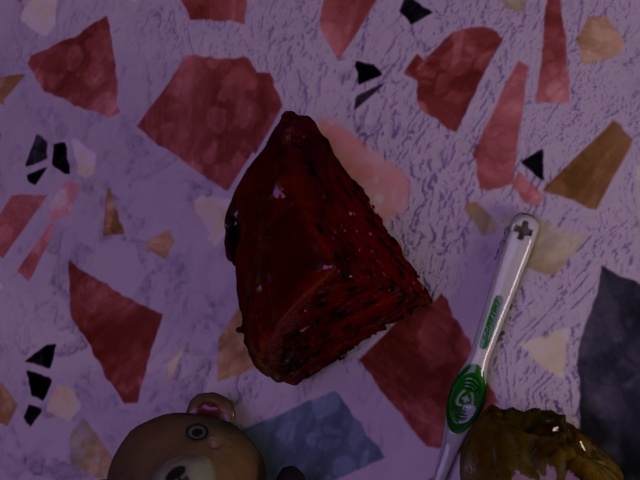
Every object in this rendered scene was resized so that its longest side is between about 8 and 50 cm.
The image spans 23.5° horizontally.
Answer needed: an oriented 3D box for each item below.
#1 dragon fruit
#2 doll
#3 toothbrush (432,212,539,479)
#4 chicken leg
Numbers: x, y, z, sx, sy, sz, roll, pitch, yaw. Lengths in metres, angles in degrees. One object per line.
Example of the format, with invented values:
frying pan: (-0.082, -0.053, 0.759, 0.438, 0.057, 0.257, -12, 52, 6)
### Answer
dragon fruit: (0.000, 0.000, 1.811, 0.302, 0.240, 0.330, 126, 147, -45)
doll: (-0.118, 0.342, 1.814, 0.235, 0.174, 0.330, -41, 62, -5)
toothbrush: (0.168, 0.168, 1.737, 0.042, 0.040, 0.418, 19, 89, 10)
chicken leg: (0.271, 0.364, 1.595, 0.201, 0.153, 0.429, -32, 75, 37)
